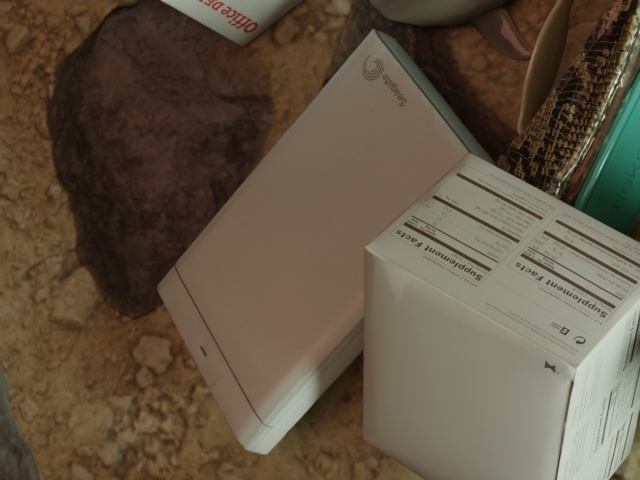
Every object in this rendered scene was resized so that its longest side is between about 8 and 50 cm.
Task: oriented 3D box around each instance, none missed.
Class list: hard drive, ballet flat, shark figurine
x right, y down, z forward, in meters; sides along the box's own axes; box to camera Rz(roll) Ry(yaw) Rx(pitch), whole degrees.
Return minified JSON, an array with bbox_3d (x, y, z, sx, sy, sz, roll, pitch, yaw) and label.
[{"bbox_3d":[0.000,0.000,1.459,0.353,0.047,0.233,-48,48,18],"label":"hard drive"},{"bbox_3d":[0.296,-0.208,1.363,0.182,0.164,0.482,41,102,42],"label":"ballet flat"},{"bbox_3d":[0.177,-0.291,1.445,0.166,0.116,0.278,46,103,22],"label":"shark figurine"}]

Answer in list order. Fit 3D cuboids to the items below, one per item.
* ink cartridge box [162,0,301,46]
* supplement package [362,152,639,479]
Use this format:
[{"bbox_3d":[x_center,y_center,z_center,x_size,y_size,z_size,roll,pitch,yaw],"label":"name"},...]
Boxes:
[{"bbox_3d":[-0.064,-0.367,1.520,0.270,0.198,0.197,-37,69,15],"label":"ink cartridge box"},{"bbox_3d":[0.156,0.098,1.291,0.204,0.262,0.145,30,54,26],"label":"supplement package"}]
